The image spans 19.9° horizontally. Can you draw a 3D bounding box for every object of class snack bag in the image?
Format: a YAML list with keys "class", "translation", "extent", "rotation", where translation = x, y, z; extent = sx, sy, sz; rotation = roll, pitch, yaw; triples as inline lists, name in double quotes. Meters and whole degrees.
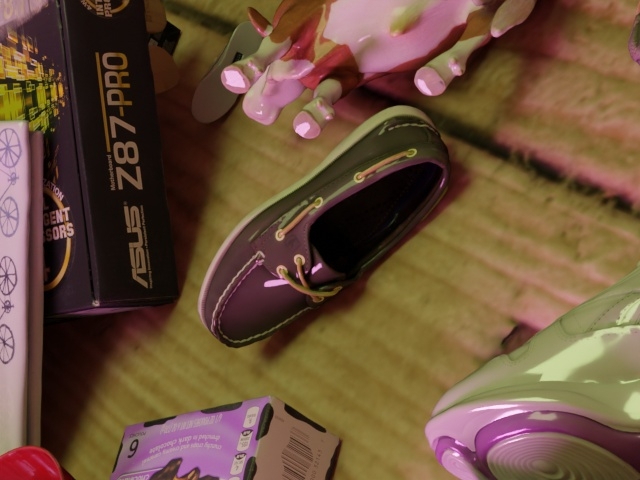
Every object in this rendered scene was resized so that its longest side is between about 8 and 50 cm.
- class: "snack bag"
  translation: [-0.342, 0.050, 1.593]
  extent: [0.342, 0.037, 0.323]
  rotation: [7, 98, 49]

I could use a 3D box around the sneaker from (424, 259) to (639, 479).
- class: "sneaker"
  translation: [0.195, 0.064, 1.000]
  extent: [0.305, 0.114, 0.152]
  rotation: [-22, 31, 35]

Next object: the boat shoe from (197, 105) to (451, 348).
- class: "boat shoe"
  translation: [0.000, 0.000, 1.310]
  extent: [0.228, 0.081, 0.069]
  rotation: [-45, 30, 13]

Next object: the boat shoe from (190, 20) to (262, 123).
- class: "boat shoe"
  translation: [-0.083, -0.146, 1.600]
  extent: [0.100, 0.035, 0.035]
  rotation: [-64, 6, -5]

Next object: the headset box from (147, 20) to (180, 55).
- class: "headset box"
  translation: [-0.178, -0.176, 1.747]
  extent: [0.083, 0.032, 0.062]
  rotation: [-10, 54, 50]

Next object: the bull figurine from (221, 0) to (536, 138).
- class: "bull figurine"
  translation: [0.037, -0.158, 1.351]
  extent: [0.310, 0.101, 0.188]
  rotation: [-26, 19, 32]

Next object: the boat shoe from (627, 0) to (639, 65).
- class: "boat shoe"
  translation: [0.326, -0.142, 0.969]
  extent: [0.355, 0.130, 0.132]
  rotation: [-11, 49, 55]

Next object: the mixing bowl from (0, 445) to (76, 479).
- class: "mixing bowl"
  translation: [-0.210, 0.252, 1.345]
  extent: [0.181, 0.098, 0.181]
  rotation: [-33, 39, 32]

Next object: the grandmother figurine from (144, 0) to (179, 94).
- class: "grandmother figurine"
  translation: [-0.274, -0.123, 1.741]
  extent: [0.342, 0.104, 0.208]
  rotation: [-33, 53, 40]

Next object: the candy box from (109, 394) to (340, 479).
- class: "candy box"
  translation: [-0.086, 0.216, 1.241]
  extent: [0.165, 0.070, 0.196]
  rotation: [-17, 49, 45]

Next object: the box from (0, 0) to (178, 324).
- class: "box"
  translation: [-0.289, -0.076, 1.624]
  extent: [0.395, 0.097, 0.318]
  rotation: [-11, 82, 48]
